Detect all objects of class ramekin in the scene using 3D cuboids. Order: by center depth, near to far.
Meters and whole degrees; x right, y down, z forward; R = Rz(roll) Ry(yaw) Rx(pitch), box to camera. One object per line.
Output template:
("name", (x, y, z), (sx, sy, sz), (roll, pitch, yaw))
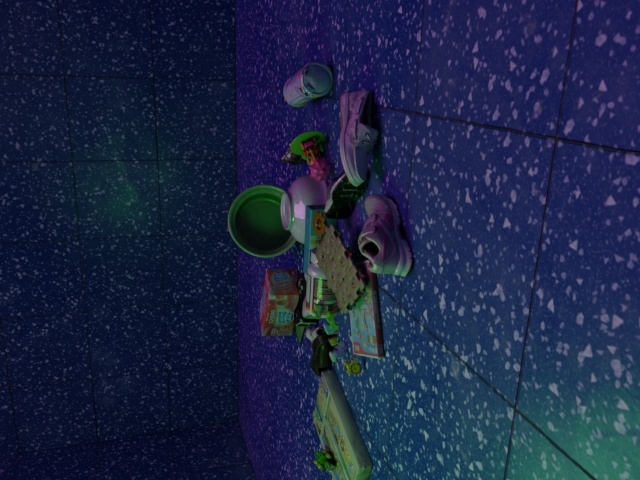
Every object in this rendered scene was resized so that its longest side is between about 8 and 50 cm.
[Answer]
("ramekin", (-0.235, -0.074, 2.411), (0.148, 0.304, 0.303), (149, 117, -79))

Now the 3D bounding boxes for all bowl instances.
("bowl", (-0.067, -0.110, 2.126), (0.298, 0.134, 0.297), (176, 90, -72))

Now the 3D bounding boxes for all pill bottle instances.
("pill bottle", (0.014, 0.139, 1.936), (0.121, 0.121, 0.221), (-132, 42, -63))

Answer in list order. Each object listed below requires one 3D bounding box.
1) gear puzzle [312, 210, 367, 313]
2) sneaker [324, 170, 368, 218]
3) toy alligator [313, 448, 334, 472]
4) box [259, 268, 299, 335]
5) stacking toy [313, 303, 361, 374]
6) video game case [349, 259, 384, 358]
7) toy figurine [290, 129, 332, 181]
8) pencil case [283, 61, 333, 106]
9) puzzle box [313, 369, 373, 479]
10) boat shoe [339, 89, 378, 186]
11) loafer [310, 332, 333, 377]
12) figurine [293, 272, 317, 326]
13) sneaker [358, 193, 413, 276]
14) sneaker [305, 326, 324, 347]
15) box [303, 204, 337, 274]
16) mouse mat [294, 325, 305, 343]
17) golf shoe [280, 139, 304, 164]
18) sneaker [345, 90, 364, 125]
("gear puzzle", (0.049, 0.050, 1.779), (0.338, 0.044, 0.175), (63, 145, 30))
("sneaker", (0.067, -0.163, 1.758), (0.271, 0.100, 0.107), (123, 145, -62))
("toy alligator", (0.025, 0.769, 1.974), (0.051, 0.056, 0.190), (46, 167, -13))
("box", (-0.181, 0.274, 2.522), (0.299, 0.142, 0.154), (105, 160, -44))
("stacking toy", (0.051, 0.309, 1.835), (0.221, 0.052, 0.167), (69, 165, -9))
("video game case", (0.131, 0.207, 1.742), (0.204, 0.025, 0.284), (158, 108, -71))
("toy figurine", (-0.015, -0.270, 2.004), (0.173, 0.130, 0.159), (73, 175, -66))
("pencil case", (-0.048, -0.540, 2.012), (0.124, 0.114, 0.273), (-70, 18, 0))
("puzzle box", (0.067, 0.691, 1.990), (0.408, 0.052, 0.272), (-117, 30, -52))
("boat shoe", (0.112, -0.289, 1.587), (0.098, 0.096, 0.276), (18, -113, -63))
("loafer", (0.017, 0.417, 2.076), (0.220, 0.080, 0.078), (96, 151, -43))
("figurine", (-0.048, 0.208, 2.215), (0.215, 0.093, 0.209), (127, 140, -63))
("sneaker", (0.150, -0.019, 1.493), (0.103, 0.111, 0.252), (109, 152, -50))
("sneaker", (-0.010, 0.357, 2.189), (0.075, 0.057, 0.161), (-65, 18, 10))
("box", (0.000, 0.000, 1.988), (0.060, 0.101, 0.244), (-135, 44, -64))
("mouse mat", (-0.090, 0.340, 2.492), (0.189, 0.007, 0.152), (106, 154, -45))
("golf shoe", (-0.104, -0.355, 2.316), (0.198, 0.077, 0.093), (-177, 95, -66))
("sneaker", (0.101, -0.367, 1.702), (0.061, 0.054, 0.152), (86, 175, -65))
